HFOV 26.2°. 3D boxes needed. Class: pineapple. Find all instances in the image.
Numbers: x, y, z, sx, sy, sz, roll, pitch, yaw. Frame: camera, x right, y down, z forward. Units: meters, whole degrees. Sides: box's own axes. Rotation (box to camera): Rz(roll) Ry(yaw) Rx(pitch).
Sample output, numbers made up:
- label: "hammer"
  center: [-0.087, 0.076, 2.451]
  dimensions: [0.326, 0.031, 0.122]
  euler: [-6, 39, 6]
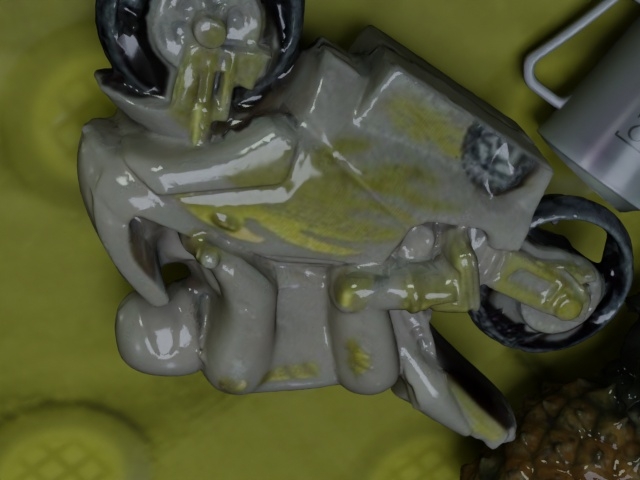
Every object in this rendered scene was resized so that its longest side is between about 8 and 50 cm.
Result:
- label: "pineapple"
  center: [0.197, 0.100, 0.802]
  dimensions: [0.128, 0.128, 0.248]
  euler: [37, 100, -29]

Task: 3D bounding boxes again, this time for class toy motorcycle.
- label: "toy motorcycle"
  center: [0.000, 0.000, 0.698]
  dimensions: [0.341, 0.108, 0.223]
  euler: [32, 107, -27]

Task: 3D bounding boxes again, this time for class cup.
- label: "cup"
  center: [0.163, -0.084, 0.726]
  dimensions: [0.104, 0.074, 0.116]
  euler: [36, 102, 1]
